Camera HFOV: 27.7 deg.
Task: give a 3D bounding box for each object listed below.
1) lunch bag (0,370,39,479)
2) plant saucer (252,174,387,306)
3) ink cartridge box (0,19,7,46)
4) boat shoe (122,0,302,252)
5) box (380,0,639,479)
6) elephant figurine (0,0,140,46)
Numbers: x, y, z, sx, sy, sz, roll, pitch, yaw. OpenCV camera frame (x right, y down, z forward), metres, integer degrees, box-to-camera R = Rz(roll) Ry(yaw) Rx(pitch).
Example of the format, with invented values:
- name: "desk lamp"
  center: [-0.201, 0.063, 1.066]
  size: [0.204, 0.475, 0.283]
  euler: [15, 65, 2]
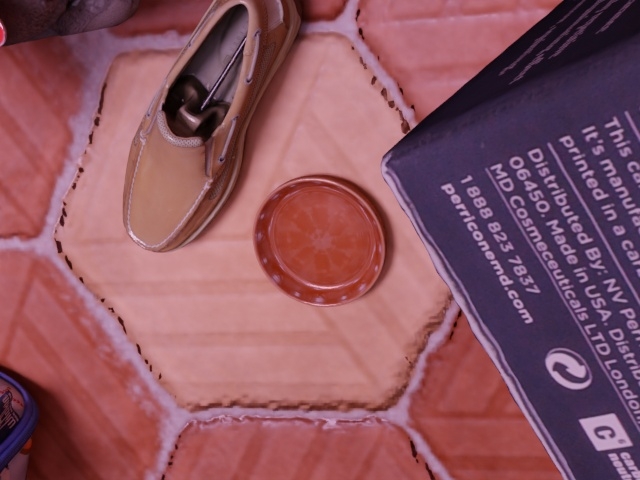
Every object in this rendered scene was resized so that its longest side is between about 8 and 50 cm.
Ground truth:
- name: "lunch bag"
  center: [-0.339, 0.135, 0.815]
  size: [0.303, 0.243, 0.115]
  euler: [21, 115, 9]
- name: "plant saucer"
  center: [0.000, 0.000, 0.788]
  size: [0.083, 0.013, 0.084]
  euler: [6, 112, 15]
- name: "ink cartridge box"
  center: [-0.269, -0.146, 0.616]
  size: [0.134, 0.078, 0.231]
  euler: [-37, 90, 38]
- name: "boat shoe"
  center: [-0.076, -0.068, 0.753]
  size: [0.068, 0.072, 0.190]
  euler: [27, 116, 5]
- name: "box"
  center: [0.276, -0.064, 0.460]
  size: [0.395, 0.293, 0.212]
  euler: [-22, 104, 46]
- name: "elephant figurine"
  center: [-0.191, -0.223, 0.694]
  size: [0.169, 0.186, 0.240]
  euler: [1, 106, 43]
